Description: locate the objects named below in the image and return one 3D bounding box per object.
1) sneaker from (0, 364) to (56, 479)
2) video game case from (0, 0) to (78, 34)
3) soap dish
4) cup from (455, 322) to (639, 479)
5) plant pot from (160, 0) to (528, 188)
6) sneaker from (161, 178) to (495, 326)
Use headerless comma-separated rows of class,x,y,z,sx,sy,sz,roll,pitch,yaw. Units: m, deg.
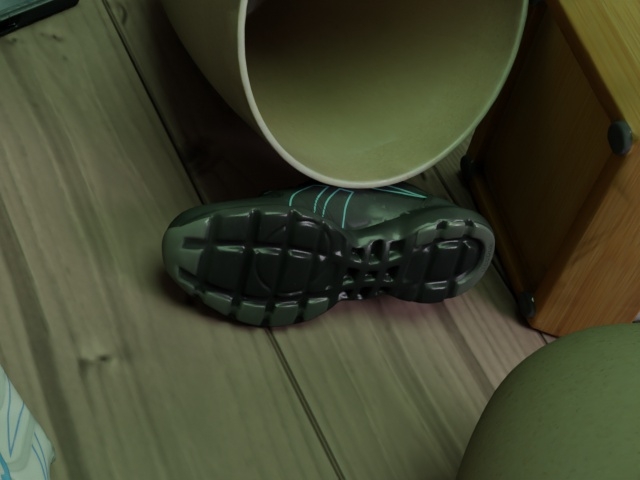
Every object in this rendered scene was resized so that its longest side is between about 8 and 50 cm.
sneaker,-0.198,0.107,0.627,0.083,0.071,0.190,27,28,-52
video game case,-0.348,-0.213,0.841,0.196,0.026,0.274,42,44,8
soap dish,0.221,-0.075,0.880,0.118,0.291,0.229,-6,55,-15
cup,0.206,0.180,0.645,0.331,0.331,0.237,16,23,-18
plant pot,-0.022,-0.205,0.865,0.256,0.256,0.274,-6,24,-35
sneaker,0.000,0.000,0.828,0.267,0.101,0.106,1,30,-29
